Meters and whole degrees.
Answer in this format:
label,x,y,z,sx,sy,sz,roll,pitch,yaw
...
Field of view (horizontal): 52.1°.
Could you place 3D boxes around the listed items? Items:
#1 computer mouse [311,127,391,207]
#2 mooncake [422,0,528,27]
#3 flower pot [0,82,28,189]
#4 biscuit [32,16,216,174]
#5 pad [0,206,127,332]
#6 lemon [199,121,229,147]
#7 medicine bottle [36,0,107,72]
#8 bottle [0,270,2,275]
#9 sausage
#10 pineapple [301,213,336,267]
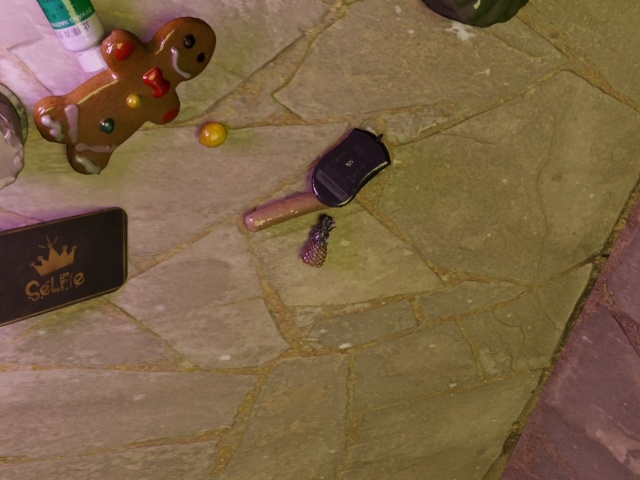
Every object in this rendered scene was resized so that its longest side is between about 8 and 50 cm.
label,x,y,z,sx,sy,sz,roll,pitch,yaw
computer mouse,0.083,-0.204,1.846,0.264,0.088,0.147,-43,87,-4
mooncake,0.418,-0.737,1.684,0.357,0.194,0.356,-17,126,-26
flower pot,-0.670,-0.202,1.285,0.213,0.203,0.212,-15,121,-27
biscuit,-0.396,-0.322,1.414,0.432,0.064,0.283,-39,154,-7
pad,-0.607,0.101,1.539,0.376,0.063,0.314,-19,128,-41
lemon,-0.261,-0.261,1.608,0.083,0.062,0.062,-33,130,-13
medicine bottle,-0.503,-0.465,1.303,0.095,0.095,0.260,-34,131,-12
bottle,-0.777,-0.030,1.392,0.082,0.082,0.286,-29,129,-16
sausage,-0.071,-0.090,1.840,0.301,0.066,0.065,-19,126,-26
pineapple,0.000,0.000,1.941,0.074,0.074,0.159,13,101,-38
